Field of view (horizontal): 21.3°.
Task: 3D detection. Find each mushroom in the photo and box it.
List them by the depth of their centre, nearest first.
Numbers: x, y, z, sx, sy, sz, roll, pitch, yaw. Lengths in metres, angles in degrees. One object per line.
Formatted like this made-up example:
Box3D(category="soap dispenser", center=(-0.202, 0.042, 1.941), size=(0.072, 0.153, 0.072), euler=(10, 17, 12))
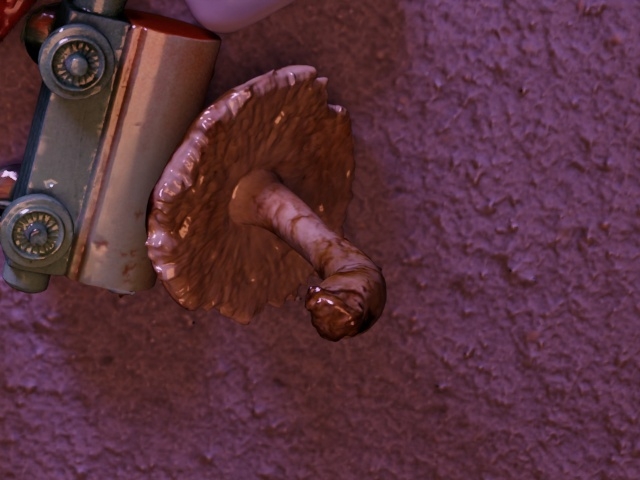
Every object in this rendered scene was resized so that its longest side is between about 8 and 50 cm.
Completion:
Box3D(category="mushroom", center=(-0.024, 0.015, 1.439), size=(0.233, 0.301, 0.208), euler=(14, 133, -44))

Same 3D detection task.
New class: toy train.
Box3D(category="toy train", center=(-0.188, -0.082, 1.493), size=(0.177, 0.116, 0.285), euler=(11, 105, -21))

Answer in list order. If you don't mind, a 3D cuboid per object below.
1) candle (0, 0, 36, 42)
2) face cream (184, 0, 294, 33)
Box3D(category="candle", center=(-0.281, -0.208, 1.465), size=(0.084, 0.059, 0.301), euler=(36, 101, -5))
Box3D(category="face cream", center=(-0.107, -0.349, 1.422), size=(0.163, 0.080, 0.336), euler=(-31, 108, -4))
